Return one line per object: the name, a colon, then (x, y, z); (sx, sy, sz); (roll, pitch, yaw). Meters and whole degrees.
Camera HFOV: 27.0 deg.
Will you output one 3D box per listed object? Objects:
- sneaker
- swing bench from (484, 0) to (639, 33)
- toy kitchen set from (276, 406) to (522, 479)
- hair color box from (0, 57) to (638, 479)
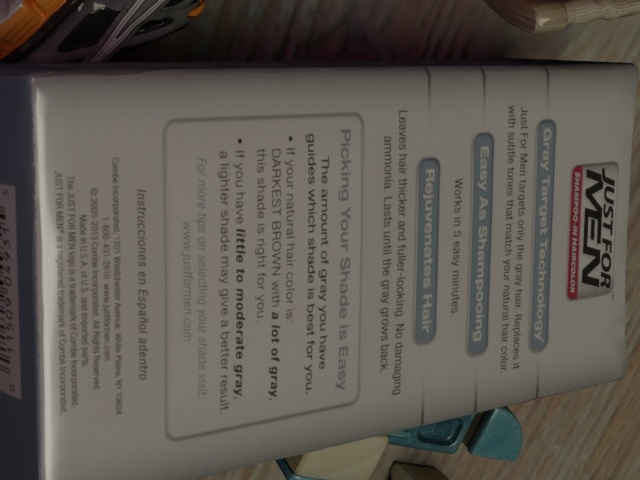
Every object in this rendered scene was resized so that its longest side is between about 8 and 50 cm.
sneaker: (-0.081, -0.151, 0.670); (0.215, 0.084, 0.083); (-36, 131, 9)
swing bench: (0.198, -0.259, 0.688); (0.253, 0.165, 0.254); (-10, 127, -21)
toy kitchen set: (0.030, 0.167, 0.878); (0.207, 0.122, 0.166); (13, 112, -30)
hair color box: (0.000, 0.000, 0.690); (0.375, 0.114, 0.185); (-6, 101, -37)
